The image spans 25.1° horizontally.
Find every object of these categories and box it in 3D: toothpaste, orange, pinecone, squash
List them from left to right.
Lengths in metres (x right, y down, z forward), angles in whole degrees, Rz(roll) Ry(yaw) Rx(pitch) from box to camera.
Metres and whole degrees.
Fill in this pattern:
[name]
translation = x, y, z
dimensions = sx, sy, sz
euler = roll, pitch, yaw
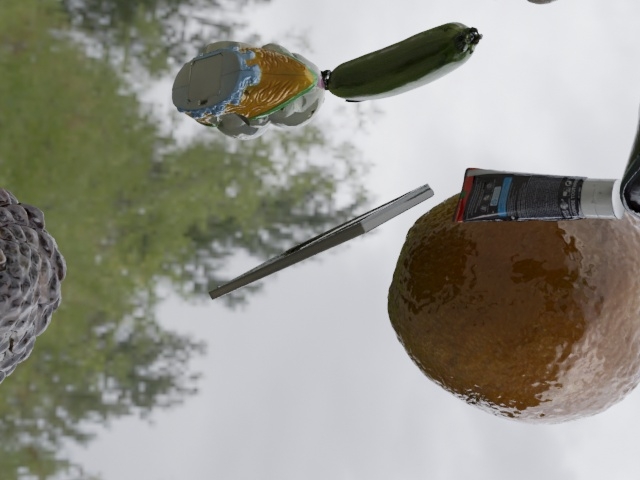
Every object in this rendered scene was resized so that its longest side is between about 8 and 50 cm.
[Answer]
[pinecone]
translation = -0.507, 0.065, 2.027
dimensions = 0.242, 0.298, 0.296
euler = 42, -45, 18
[squash]
translation = 0.114, -0.245, 1.992
dimensions = 0.318, 0.080, 0.071
euler = -11, -135, 44
[orange]
translation = 0.265, 0.074, 1.885
dimensions = 0.357, 0.322, 0.322
euler = 13, -81, 26
[toothpaste]
translation = 0.241, -0.051, 1.599
dimensions = 0.193, 0.045, 0.071
euler = 1, -116, 32

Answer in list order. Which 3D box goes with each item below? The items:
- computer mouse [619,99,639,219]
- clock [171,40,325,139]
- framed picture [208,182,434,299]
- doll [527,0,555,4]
[computer mouse]
translation = 0.344, -0.090, 1.273
dimensions = 0.096, 0.137, 0.233
euler = -65, 162, -49
[clock]
translation = -0.084, -0.185, 1.794
dimensions = 0.231, 0.144, 0.103
euler = -4, -102, 49
[framed picture]
translation = 0.000, 0.000, 1.814
dimensions = 0.260, 0.189, 0.023
euler = -24, -88, 34
[doll]
translation = 0.161, -0.216, 1.123
dimensions = 0.073, 0.127, 0.084
euler = 43, -90, 18
